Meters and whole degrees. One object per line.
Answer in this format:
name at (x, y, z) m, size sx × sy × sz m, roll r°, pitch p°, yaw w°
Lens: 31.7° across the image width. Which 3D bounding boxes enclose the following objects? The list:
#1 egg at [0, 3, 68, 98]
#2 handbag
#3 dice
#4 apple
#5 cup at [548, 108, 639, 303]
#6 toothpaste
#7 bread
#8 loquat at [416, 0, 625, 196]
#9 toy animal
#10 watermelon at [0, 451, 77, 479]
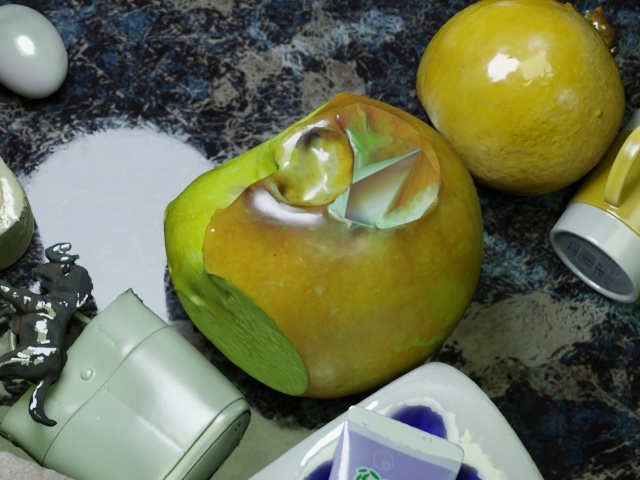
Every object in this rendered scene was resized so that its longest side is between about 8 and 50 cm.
egg at (-0.390, -0.249, 1.484) m, size 0.103 × 0.103 × 0.135 m, roll -37°, pitch 84°, yaw -17°
handbag at (-0.257, 0.194, 1.393) m, size 0.315 × 0.109 × 0.241 m, roll 35°, pitch 70°, yaw 18°
dice at (0.074, 0.329, 1.263) m, size 0.304 × 0.304 × 0.277 m, roll -29°, pitch 79°, yaw -15°
apple at (0.000, 0.000, 1.333) m, size 0.384 × 0.374 × 0.374 m, roll 9°, pitch 72°, yaw -1°
cup at (0.420, -0.059, 1.477) m, size 0.226 × 0.241 × 0.185 m, roll -47°, pitch 52°, yaw -11°
toothpaste at (0.022, 0.342, 1.063) m, size 0.125 × 0.080 × 0.371 m, roll 22°, pitch 64°, yaw 4°
bread at (-0.431, -0.042, 1.394) m, size 0.148 × 0.141 × 0.134 m, roll 41°, pitch 73°, yaw 5°
loquat at (0.266, -0.199, 1.468) m, size 0.275 × 0.275 × 0.275 m, roll 2°, pitch 73°, yaw -7°
toy animal at (-0.350, 0.105, 1.348) m, size 0.148 × 0.084 × 0.233 m, roll -1°, pitch 59°, yaw 4°
watermelon at (-0.360, 0.369, 1.242) m, size 0.310 × 0.232 × 0.193 m, roll -16°, pitch 37°, yaw 16°
